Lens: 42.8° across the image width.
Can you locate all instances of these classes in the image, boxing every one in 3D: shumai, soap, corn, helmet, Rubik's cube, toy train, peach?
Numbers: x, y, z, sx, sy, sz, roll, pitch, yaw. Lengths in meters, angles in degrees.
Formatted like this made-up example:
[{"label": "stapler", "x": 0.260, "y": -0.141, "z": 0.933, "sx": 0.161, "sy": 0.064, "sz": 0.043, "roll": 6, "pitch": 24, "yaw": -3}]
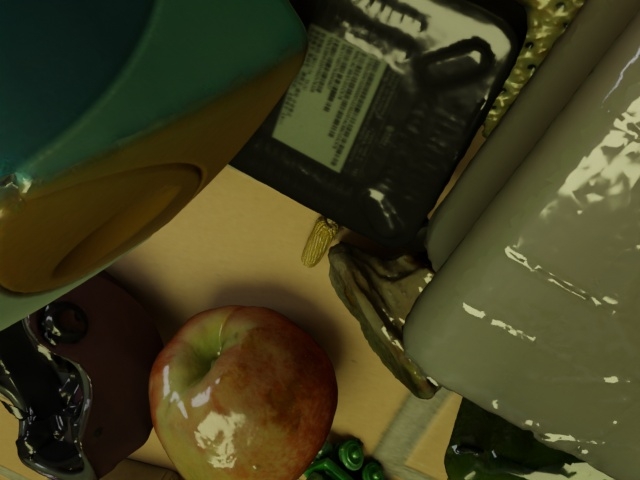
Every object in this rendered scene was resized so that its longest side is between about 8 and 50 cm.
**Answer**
[{"label": "shumai", "x": 0.094, "y": 0.063, "z": 0.881, "sx": 0.120, "sy": 0.201, "sz": 0.201, "roll": -34, "pitch": 115, "yaw": -4}, {"label": "soap", "x": 0.308, "y": -0.024, "z": 0.605, "sx": 0.350, "sy": 0.213, "sz": 0.435, "roll": 30, "pitch": 129, "yaw": -7}, {"label": "corn", "x": 0.000, "y": 0.000, "z": 0.927, "sx": 0.028, "sy": 0.027, "sz": 0.083, "roll": 4, "pitch": 140, "yaw": -21}, {"label": "helmet", "x": -0.326, "y": 0.143, "z": 1.078, "sx": 0.271, "sy": 0.197, "sz": 0.338, "roll": -28, "pitch": 89, "yaw": 49}, {"label": "Rubik's cube", "x": -0.270, "y": -0.143, "z": 0.661, "sx": 0.351, "sy": 0.352, "sz": 0.347, "roll": 50, "pitch": 137, "yaw": -1}, {"label": "toy train", "x": 0.072, "y": 0.389, "z": 1.160, "sx": 0.251, "sy": 0.119, "sz": 0.085, "roll": 42, "pitch": 133, "yaw": -14}, {"label": "peach", "x": -0.087, "y": 0.210, "z": 1.016, "sx": 0.232, "sy": 0.232, "sz": 0.257, "roll": -6, "pitch": 134, "yaw": 29}]

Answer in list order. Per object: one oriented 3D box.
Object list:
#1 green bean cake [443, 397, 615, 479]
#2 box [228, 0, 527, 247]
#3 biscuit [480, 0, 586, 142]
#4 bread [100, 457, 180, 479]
[{"label": "green bean cake", "x": 0.290, "y": 0.278, "z": 0.940, "sx": 0.249, "sy": 0.156, "sz": 0.247, "roll": -4, "pitch": 127, "yaw": 27}, {"label": "box", "x": 0.013, "y": -0.147, "z": 0.761, "sx": 0.288, "sy": 0.073, "sz": 0.290, "roll": 29, "pitch": 136, "yaw": 4}, {"label": "biscuit", "x": 0.200, "y": -0.152, "z": 0.714, "sx": 0.139, "sy": 0.016, "sz": 0.231, "roll": 1, "pitch": 128, "yaw": 25}, {"label": "bread", "x": -0.344, "y": 0.468, "z": 1.355, "sx": 0.224, "sy": 0.212, "sz": 0.142, "roll": 8, "pitch": 126, "yaw": 17}]
